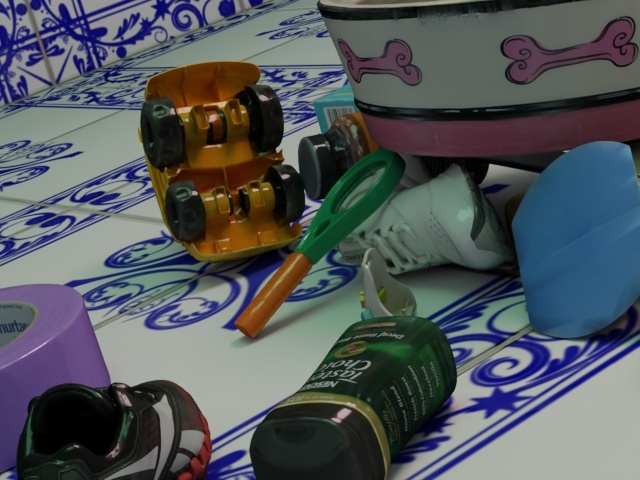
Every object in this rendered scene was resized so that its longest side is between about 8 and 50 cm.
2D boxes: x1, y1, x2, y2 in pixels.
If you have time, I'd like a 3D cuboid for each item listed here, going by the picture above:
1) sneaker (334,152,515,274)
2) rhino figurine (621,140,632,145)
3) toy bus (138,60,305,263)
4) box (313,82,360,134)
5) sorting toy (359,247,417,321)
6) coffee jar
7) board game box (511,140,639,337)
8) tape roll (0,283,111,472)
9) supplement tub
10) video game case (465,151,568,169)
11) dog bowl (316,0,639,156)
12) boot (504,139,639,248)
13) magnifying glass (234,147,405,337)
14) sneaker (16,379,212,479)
[{"bbox_3d":[0.091,-0.006,1.484,0.129,0.111,0.297,-32,13,-10],"label":"sneaker"},{"bbox_3d":[0.365,-0.141,1.667,0.106,0.073,0.243,-5,18,24],"label":"rhino figurine"},{"bbox_3d":[-0.128,-0.062,1.734,0.149,0.220,0.211,-10,-17,-23],"label":"toy bus"},{"bbox_3d":[0.109,-0.209,2.133,0.100,0.060,0.244,1,24,44],"label":"box"},{"bbox_3d":[0.052,0.048,1.351,0.044,0.075,0.083,-12,17,14],"label":"sorting toy"},{"bbox_3d":[0.025,0.126,1.125,0.096,0.079,0.184,-7,20,29],"label":"coffee jar"},{"bbox_3d":[0.225,0.004,1.272,0.033,0.169,0.133,21,-41,-37],"label":"board game box"},{"bbox_3d":[-0.337,0.135,1.415,0.274,0.090,0.275,-16,17,5],"label":"tape roll"},{"bbox_3d":[0.078,-0.094,1.677,0.197,0.106,0.106,-10,15,-17],"label":"supplement tub"},{"bbox_3d":[0.215,-0.080,1.547,0.190,0.022,0.173,8,2,-34],"label":"video game case"},{"bbox_3d":[0.207,-0.187,1.494,0.407,0.150,0.408,-8,14,2],"label":"dog bowl"},{"bbox_3d":[0.320,-0.038,1.356,0.203,0.095,0.262,-26,17,-33],"label":"boot"},{"bbox_3d":[0.000,0.000,1.472,0.231,0.026,0.092,-48,20,-15],"label":"magnifying glass"},{"bbox_3d":[-0.150,0.148,1.123,0.097,0.135,0.276,-14,16,13],"label":"sneaker"}]
